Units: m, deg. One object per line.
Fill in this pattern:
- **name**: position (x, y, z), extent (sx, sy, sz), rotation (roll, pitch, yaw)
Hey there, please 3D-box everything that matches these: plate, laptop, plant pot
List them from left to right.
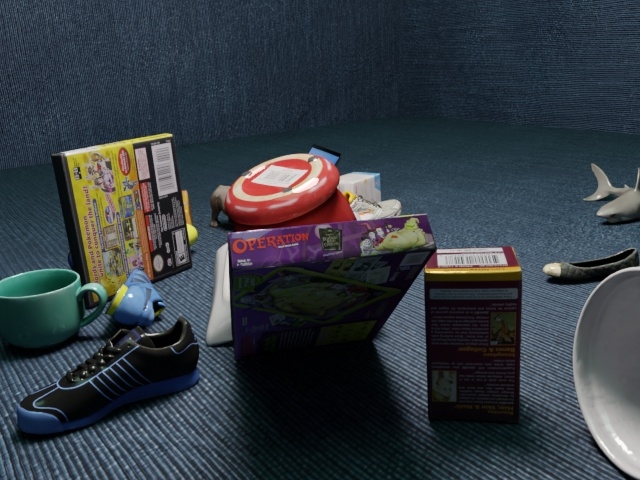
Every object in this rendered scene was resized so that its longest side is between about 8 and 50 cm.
- **laptop**: position (-0.098, -0.182, 1.848), extent (0.264, 0.136, 0.234), rotation (-9, 17, -18)
- **plate**: position (-0.055, 0.041, 1.068), extent (0.277, 0.045, 0.278), rotation (-16, 30, 4)
- **plant pot**: position (-0.041, -0.018, 0.944), extent (0.191, 0.174, 0.191), rotation (-14, 32, 9)

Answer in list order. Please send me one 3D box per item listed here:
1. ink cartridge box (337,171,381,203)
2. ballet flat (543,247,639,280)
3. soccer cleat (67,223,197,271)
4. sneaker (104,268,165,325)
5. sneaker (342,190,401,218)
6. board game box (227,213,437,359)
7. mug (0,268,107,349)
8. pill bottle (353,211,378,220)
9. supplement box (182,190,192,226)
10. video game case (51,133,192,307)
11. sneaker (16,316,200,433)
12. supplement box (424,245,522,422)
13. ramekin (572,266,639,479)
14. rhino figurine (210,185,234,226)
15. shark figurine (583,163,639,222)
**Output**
- **ink cartridge box**: position (0.081, -0.120, 1.685), extent (0.090, 0.092, 0.143), rotation (10, 21, 38)
- **ballet flat**: position (0.478, 0.041, 1.151), extent (0.173, 0.049, 0.057), rotation (-5, 16, -6)
- **soccer cleat**: position (-0.365, 0.033, 1.322), extent (0.289, 0.093, 0.121), rotation (-14, 50, -45)
- **sneaker**: position (-0.305, 0.103, 1.098), extent (0.082, 0.069, 0.209), rotation (27, 2, -12)
- **sneaker**: position (0.094, -0.071, 1.522), extent (0.225, 0.092, 0.088), rotation (-11, 19, -27)
- **board game box**: position (-0.006, 0.071, 0.791), extent (0.208, 0.056, 0.347), rotation (-10, -22, -12)
- **mug**: position (-0.425, 0.112, 1.004), extent (0.158, 0.097, 0.129), rotation (8, 20, 31)
- **pill bottle**: position (0.000, 0.000, 1.254), extent (0.221, 0.121, 0.121), rotation (6, 19, 27)
- **supplement box**: position (-0.357, -0.061, 1.599), extent (0.078, 0.080, 0.233), rotation (-9, 20, -11)
- **video game case**: position (-0.356, -0.046, 1.204), extent (0.035, 0.274, 0.248), rotation (6, 19, 35)
- **sneaker**: position (-0.264, 0.163, 0.816), extent (0.232, 0.090, 0.081), rotation (-14, 20, -34)
- **supplement box**: position (0.174, 0.107, 0.748), extent (0.104, 0.188, 0.081), rotation (-1, 19, 10)
- **ramekin**: position (0.357, 0.130, 0.635), extent (0.109, 0.207, 0.207), rotation (3, 15, -13)
- **rhino figurine**: position (-0.178, -0.074, 1.556), extent (0.243, 0.106, 0.073), rotation (12, 23, 41)
- **shark figurine**: position (0.732, -0.122, 1.545), extent (0.166, 0.116, 0.278), rotation (3, 20, 15)
